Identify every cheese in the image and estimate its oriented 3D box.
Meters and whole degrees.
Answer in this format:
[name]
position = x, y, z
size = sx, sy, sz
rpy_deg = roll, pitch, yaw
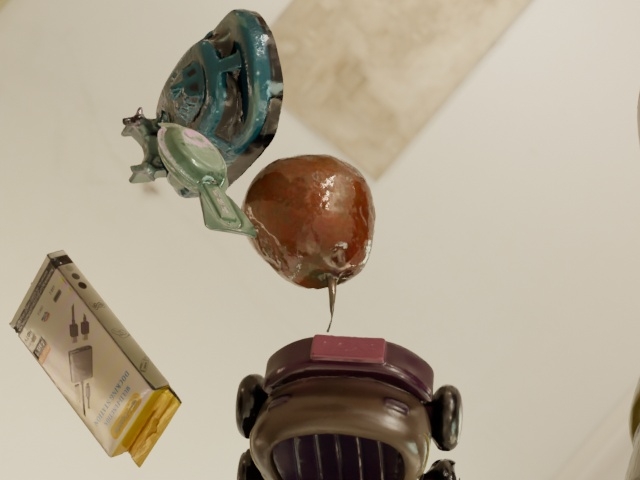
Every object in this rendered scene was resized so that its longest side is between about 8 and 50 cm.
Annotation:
[cheese]
position = -0.094, -0.051, 1.267
size = 0.067, 0.120, 0.026
rpy_deg = 9, 132, -49

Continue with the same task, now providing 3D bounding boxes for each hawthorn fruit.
[hawthorn fruit]
position = 0.005, -0.011, 1.708
size = 0.149, 0.189, 0.149
rpy_deg = -36, 154, -20

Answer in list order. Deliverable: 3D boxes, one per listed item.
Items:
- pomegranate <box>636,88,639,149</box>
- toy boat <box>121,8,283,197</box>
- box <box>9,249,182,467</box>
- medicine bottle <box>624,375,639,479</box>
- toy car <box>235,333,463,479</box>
[pomegranate]
position = 0.582, -0.155, 1.881
size = 0.416, 0.417, 0.416
rpy_deg = -49, -178, 3
[toy boat]
position = -0.128, -0.131, 1.621
size = 0.092, 0.134, 0.299
rpy_deg = -8, 165, -22
[box]
position = -0.266, 0.140, 1.875
size = 0.033, 0.247, 0.129
rpy_deg = -14, 145, -49
[medicine bottle]
position = 0.431, 0.176, 1.640
size = 0.224, 0.224, 0.384
rpy_deg = -48, -174, 39
[toy car]
position = 0.024, 0.294, 1.847
size = 0.240, 0.271, 0.340
rpy_deg = -79, 169, -55
